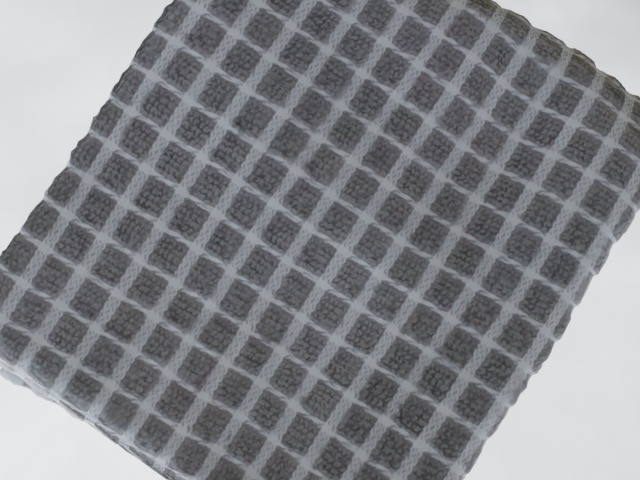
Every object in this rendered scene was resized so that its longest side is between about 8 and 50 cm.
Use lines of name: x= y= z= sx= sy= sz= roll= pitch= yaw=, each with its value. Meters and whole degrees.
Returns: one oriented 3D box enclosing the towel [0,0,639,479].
towel: x=0.000 y=0.000 z=0.364 sx=0.235 sy=0.283 sz=0.121 roll=33 pitch=175 yaw=-3
